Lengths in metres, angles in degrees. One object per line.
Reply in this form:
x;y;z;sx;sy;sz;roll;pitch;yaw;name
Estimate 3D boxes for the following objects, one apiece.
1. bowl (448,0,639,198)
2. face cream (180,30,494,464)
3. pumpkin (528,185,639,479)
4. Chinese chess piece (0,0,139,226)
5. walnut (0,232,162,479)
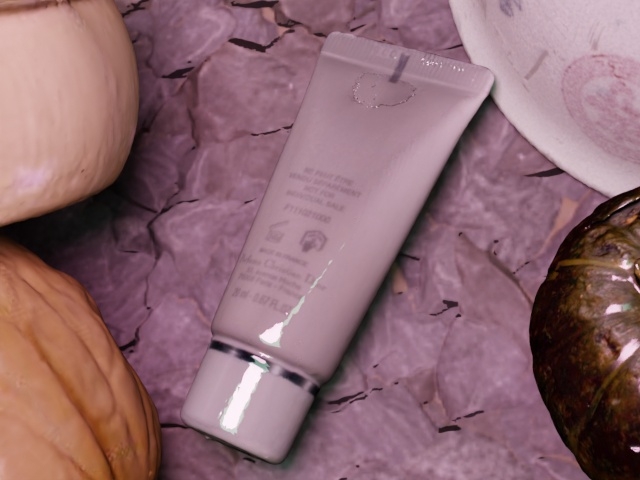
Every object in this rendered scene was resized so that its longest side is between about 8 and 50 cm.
0.283;-0.232;0.973;0.435;0.196;0.434;-2;82;11;bowl
0.000;0.000;1.058;0.143;0.089;0.314;18;79;32;face cream
0.244;0.063;0.934;0.238;0.159;0.238;-14;61;27;pumpkin
-0.287;-0.100;0.984;0.338;0.338;0.140;2;105;13;Chinese chess piece
-0.256;0.125;0.997;0.313;0.277;0.252;30;66;18;walnut
